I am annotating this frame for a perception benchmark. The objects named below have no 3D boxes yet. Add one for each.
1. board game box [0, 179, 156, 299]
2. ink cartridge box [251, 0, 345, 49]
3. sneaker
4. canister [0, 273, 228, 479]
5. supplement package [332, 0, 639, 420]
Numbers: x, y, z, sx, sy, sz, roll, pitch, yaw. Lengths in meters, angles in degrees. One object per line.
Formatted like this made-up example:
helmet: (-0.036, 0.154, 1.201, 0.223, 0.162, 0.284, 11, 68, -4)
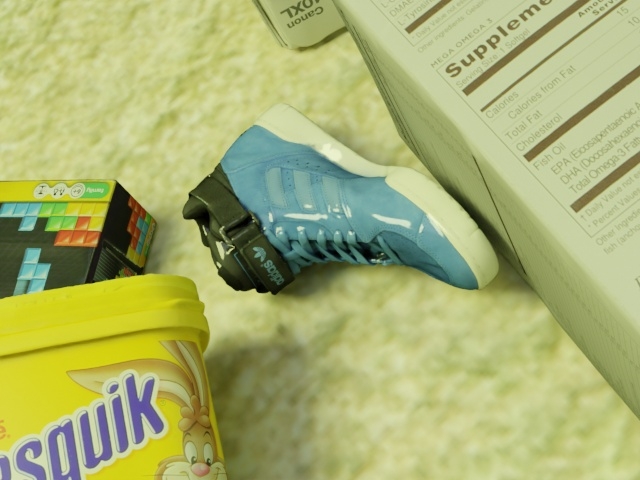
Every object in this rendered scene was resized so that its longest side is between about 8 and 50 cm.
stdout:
board game box: (-0.180, 0.041, 0.522, 0.170, 0.048, 0.141, 0, 62, 21)
ink cartridge box: (-0.001, -0.245, 0.575, 0.172, 0.100, 0.237, -28, 56, 5)
sneaker: (0.000, 0.001, 0.466, 0.084, 0.058, 0.152, -45, 53, -13)
canister: (-0.091, 0.109, 0.404, 0.126, 0.073, 0.170, -10, 71, -14)
supplement package: (0.126, -0.036, 0.390, 0.134, 0.139, 0.244, -36, 57, 1)
